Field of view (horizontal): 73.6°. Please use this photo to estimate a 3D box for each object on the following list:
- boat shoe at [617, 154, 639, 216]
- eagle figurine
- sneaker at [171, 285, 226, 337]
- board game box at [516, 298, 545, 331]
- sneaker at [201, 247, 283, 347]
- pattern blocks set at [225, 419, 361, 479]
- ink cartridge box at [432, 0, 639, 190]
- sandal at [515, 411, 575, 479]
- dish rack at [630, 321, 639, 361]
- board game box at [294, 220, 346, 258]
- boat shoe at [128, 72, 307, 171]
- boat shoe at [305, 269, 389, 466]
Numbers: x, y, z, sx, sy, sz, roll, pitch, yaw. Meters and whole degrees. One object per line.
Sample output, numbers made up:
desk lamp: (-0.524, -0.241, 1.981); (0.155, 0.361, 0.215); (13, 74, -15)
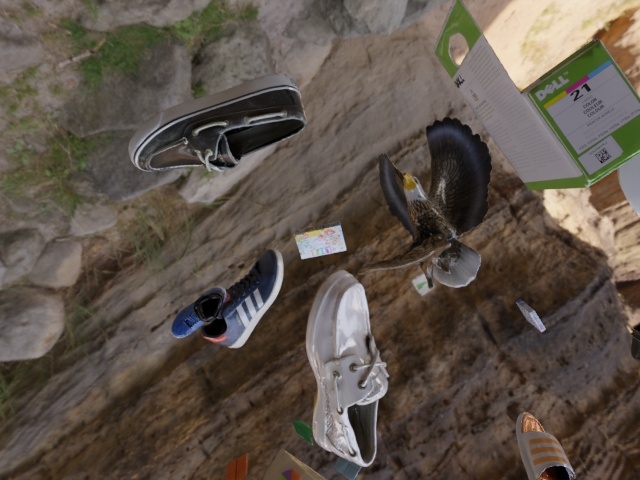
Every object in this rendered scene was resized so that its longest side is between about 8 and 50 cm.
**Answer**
boat shoe: (0.562, -0.050, 0.634); (0.108, 0.301, 0.102); (-54, -179, 33)
eagle figurine: (0.210, -0.073, 0.842); (0.225, 0.227, 0.298); (91, 12, -49)
sneaker: (-0.273, 0.164, 0.944); (0.152, 0.058, 0.084); (-39, -170, -4)
board game box: (0.718, 0.256, 1.464); (0.020, 0.090, 0.090); (-35, -164, 6)
sneaker: (-0.241, 0.170, 1.281); (0.148, 0.131, 0.349); (21, 103, -37)
pattern blocks set: (-0.068, 0.523, 0.822); (0.026, 0.286, 0.324); (73, 39, -69)
ink cartridge box: (0.263, -0.193, 0.539); (0.097, 0.255, 0.189); (-35, -179, 9)
sandal: (0.483, 0.488, 0.879); (0.102, 0.265, 0.076); (25, 136, -23)
dish rack: (0.776, 0.233, 0.828); (0.209, 0.074, 0.272); (-7, -162, -39)
board game box: (0.000, 0.000, 1.410); (0.154, 0.103, 0.026); (-12, -147, 7)
boat shoe: (-0.123, -0.121, 0.499); (0.220, 0.070, 0.078); (-21, 160, 10)
boat shoe: (0.047, 0.172, 0.559); (0.096, 0.276, 0.098); (17, -150, 41)
